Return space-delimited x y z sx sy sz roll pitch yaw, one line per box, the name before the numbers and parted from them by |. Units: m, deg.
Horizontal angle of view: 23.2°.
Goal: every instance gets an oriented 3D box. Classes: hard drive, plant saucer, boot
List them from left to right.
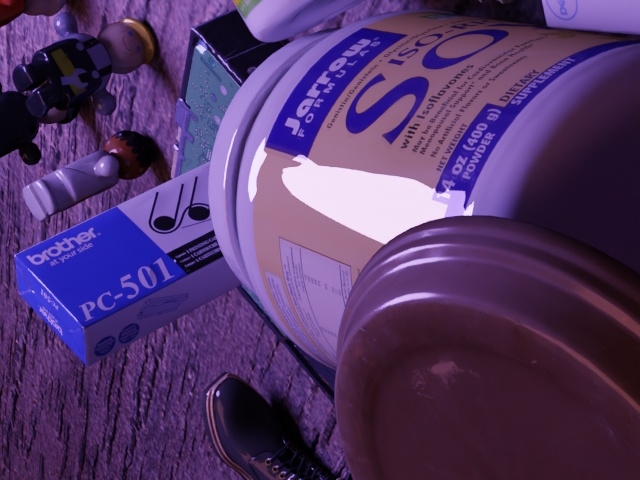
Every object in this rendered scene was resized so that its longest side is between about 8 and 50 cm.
boot | -0.023 0.216 1.508 0.137 0.077 0.198 1 129 52
hard drive | 0.000 0.000 1.281 0.339 0.064 0.237 48 148 22
plant saucer | 0.105 0.118 0.724 0.278 0.041 0.278 30 138 31

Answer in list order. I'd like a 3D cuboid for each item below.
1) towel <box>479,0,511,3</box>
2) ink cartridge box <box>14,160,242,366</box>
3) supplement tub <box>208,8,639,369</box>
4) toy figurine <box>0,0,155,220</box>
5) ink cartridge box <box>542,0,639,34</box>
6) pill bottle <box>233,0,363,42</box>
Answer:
towel | 0.082 -0.222 0.942 0.110 0.027 0.148 80 167 -53
ink cartridge box | -0.122 0.010 1.205 0.097 0.207 0.046 42 145 33
supplement tub | 0.098 -0.011 0.920 0.331 0.241 0.241 21 132 56
toy figurine | -0.257 -0.146 1.495 0.209 0.148 0.213 32 138 33
ink cartridge box | 0.133 -0.210 0.902 0.235 0.056 0.171 14 126 51
pill bottle | -0.043 -0.270 1.041 0.246 0.136 0.136 60 151 2
